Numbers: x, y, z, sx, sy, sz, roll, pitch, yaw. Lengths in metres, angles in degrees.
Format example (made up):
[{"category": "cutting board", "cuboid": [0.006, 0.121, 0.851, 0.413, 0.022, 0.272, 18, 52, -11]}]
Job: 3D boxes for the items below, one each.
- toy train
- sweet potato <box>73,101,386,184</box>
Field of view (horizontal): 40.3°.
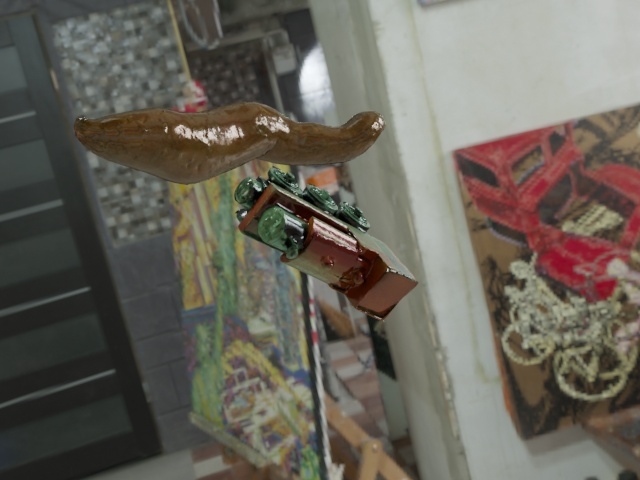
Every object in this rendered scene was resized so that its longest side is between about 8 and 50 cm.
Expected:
[{"category": "toy train", "cuboid": [0.000, 0.000, 0.816, 0.176, 0.074, 0.118, 27, 17, -41]}, {"category": "sweet potato", "cuboid": [-0.041, -0.052, 0.439, 0.179, 0.044, 0.044, -6, 3, -40]}]
